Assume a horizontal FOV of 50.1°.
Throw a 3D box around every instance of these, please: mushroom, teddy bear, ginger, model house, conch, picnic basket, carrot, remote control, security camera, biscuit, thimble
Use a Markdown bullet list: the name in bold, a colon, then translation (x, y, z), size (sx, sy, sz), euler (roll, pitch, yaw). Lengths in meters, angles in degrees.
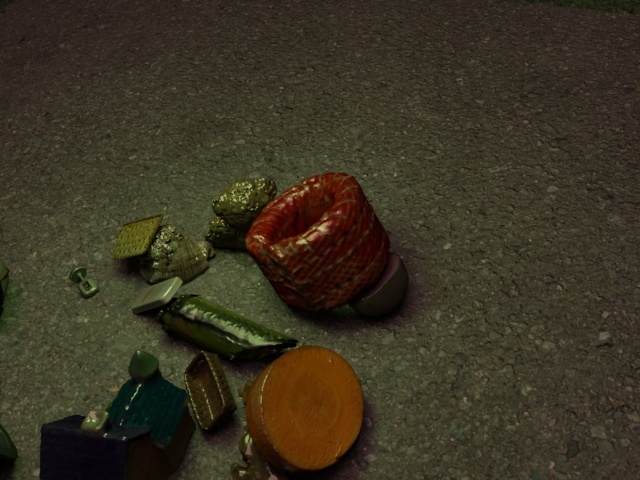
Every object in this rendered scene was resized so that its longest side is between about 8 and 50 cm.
- **mushroom**: translation (0.157, 0.128, 1.778), size (0.188, 0.117, 0.141), euler (-40, 12, -20)
- **teddy bear**: translation (-0.208, -0.076, 1.940), size (0.267, 0.256, 0.156), euler (-26, 53, -13)
- **ginger**: translation (-0.122, 0.460, 1.545), size (0.166, 0.080, 0.333), euler (-13, 50, 6)
- **model house**: translation (-0.444, 0.415, 1.501), size (0.245, 0.280, 0.312), euler (7, 48, 16)
- **conch**: translation (-0.431, 0.042, 1.971), size (0.245, 0.163, 0.178), euler (4, 81, -7)
- **picnic basket**: translation (-0.265, 0.363, 1.648), size (0.110, 0.055, 0.193), euler (-50, 43, 20)
- **carrot**: translation (-0.036, 0.381, 1.536), size (0.258, 0.100, 0.307), euler (23, 46, -5)
- **remote control**: translation (-0.442, 0.149, 1.853), size (0.190, 0.029, 0.087), euler (-20, 31, 47)
- **security camera**: translation (-0.679, 0.122, 1.977), size (0.058, 0.058, 0.092), euler (-38, 61, -24)
- **biscuit**: translation (-0.531, -0.005, 1.951), size (0.203, 0.016, 0.144), euler (-12, 49, 39)
- **thimble**: translation (0.000, 0.000, 1.790), size (0.350, 0.231, 0.350), euler (-24, 29, 14)

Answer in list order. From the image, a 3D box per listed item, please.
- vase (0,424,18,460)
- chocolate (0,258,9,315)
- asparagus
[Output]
- **vase**: translation (-0.883, 0.505, 1.550), size (0.291, 0.245, 0.245), euler (-42, 53, -15)
- **chocolate**: translation (-1.006, 0.125, 1.908), size (0.283, 0.284, 0.186), euler (-12, 31, -1)
- **asparagus**: translation (-0.243, 0.237, 1.751), size (0.381, 0.108, 0.128), euler (19, 52, 24)
